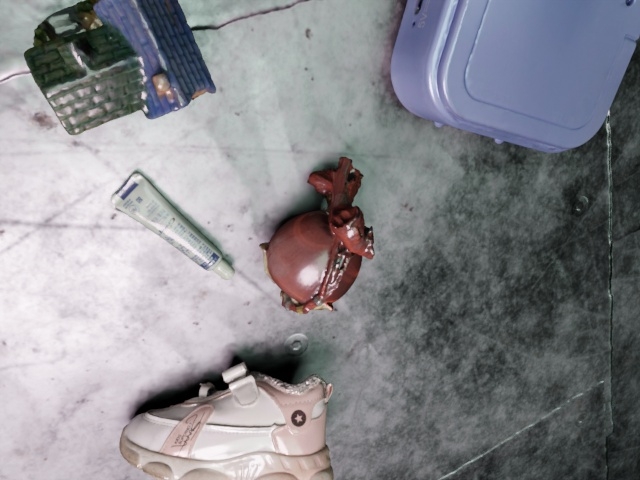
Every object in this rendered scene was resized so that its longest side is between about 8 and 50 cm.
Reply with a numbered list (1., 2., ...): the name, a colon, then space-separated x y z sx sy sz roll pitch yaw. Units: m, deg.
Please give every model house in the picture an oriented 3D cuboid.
1. model house: -0.239 -0.217 0.566 0.183 0.172 0.166 -27 117 -11

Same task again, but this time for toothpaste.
1. toothpaste: -0.215 -0.011 0.725 0.062 0.037 0.216 -47 114 -1

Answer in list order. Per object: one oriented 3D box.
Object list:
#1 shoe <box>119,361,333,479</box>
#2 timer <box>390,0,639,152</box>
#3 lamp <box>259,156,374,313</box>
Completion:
1. shoe: -0.145 0.309 0.806 0.351 0.172 0.198 10 67 -7
2. timer: 0.316 -0.346 0.745 0.395 0.173 0.395 -8 114 -19
3. lamp: 0.005 0.007 0.760 0.223 0.215 0.151 -33 134 16
